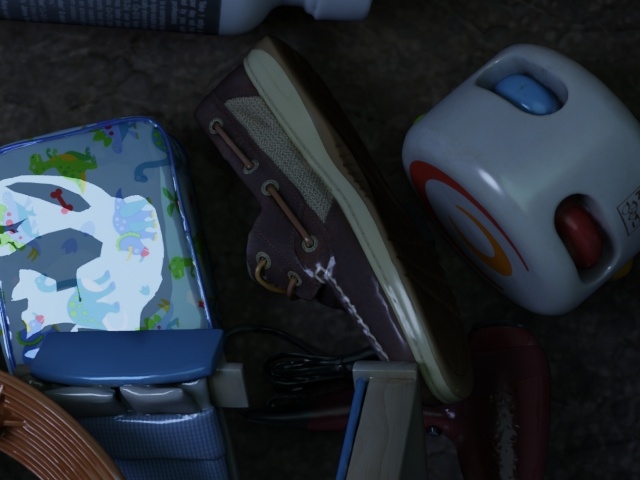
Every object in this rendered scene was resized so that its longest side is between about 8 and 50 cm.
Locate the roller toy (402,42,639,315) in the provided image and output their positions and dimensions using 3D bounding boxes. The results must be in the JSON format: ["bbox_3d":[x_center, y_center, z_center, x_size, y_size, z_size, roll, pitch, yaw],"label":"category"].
[{"bbox_3d":[0.175,-0.050,1.306,0.146,0.191,0.209,-40,87,-11],"label":"roller toy"}]

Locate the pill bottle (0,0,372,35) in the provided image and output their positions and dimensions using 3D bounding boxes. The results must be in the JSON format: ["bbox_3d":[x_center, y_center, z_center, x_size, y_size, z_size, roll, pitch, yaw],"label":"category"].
[{"bbox_3d":[-0.137,-0.269,1.303,0.363,0.210,0.210,4,81,-5],"label":"pill bottle"}]

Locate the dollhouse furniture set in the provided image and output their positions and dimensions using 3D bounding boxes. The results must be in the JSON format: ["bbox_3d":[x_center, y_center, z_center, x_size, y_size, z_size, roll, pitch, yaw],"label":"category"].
[{"bbox_3d":[-0.080,0.235,1.194,0.303,0.198,0.286,0,123,12],"label":"dollhouse furniture set"}]

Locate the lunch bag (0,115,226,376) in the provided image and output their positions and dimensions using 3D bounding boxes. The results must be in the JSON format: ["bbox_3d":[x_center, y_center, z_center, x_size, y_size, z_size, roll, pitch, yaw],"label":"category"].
[{"bbox_3d":[-0.176,0.019,1.308,0.176,0.090,0.219,-14,83,2],"label":"lunch bag"}]

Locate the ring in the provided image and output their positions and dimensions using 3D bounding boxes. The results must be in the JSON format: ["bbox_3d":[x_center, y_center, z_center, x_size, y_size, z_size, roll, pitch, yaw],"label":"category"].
[{"bbox_3d":[-0.241,0.243,1.188,0.336,0.336,0.032,53,37,4],"label":"ring"}]

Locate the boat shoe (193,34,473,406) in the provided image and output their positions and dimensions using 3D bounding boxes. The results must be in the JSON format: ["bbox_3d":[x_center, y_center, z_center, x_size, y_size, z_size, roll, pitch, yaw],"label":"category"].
[{"bbox_3d":[0.000,0.000,1.297,0.123,0.123,0.342,-35,67,13],"label":"boat shoe"}]

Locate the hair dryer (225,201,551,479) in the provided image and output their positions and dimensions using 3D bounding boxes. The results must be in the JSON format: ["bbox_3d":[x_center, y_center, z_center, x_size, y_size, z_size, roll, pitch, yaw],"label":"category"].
[{"bbox_3d":[0.078,0.136,1.335,0.223,0.080,0.293,-40,72,-7],"label":"hair dryer"}]
